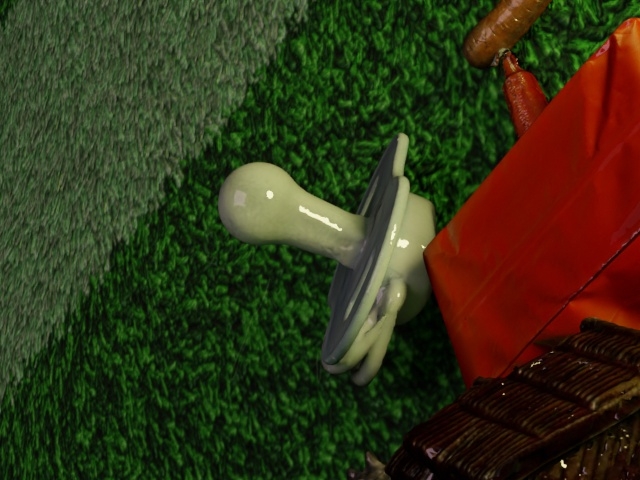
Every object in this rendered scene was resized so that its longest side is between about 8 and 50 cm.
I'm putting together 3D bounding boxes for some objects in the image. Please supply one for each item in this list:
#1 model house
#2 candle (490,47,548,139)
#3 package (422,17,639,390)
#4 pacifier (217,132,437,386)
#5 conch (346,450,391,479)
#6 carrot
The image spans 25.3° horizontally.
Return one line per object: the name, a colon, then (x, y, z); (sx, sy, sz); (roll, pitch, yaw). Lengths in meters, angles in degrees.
model house: (0.215, 0.204, 1.143); (0.317, 0.297, 0.282); (-179, 101, -75)
candle: (0.204, -0.128, 1.419); (0.053, 0.048, 0.162); (116, 146, -48)
package: (0.236, -0.001, 1.270); (0.423, 0.123, 0.196); (-51, 38, 32)
pacifier: (0.000, 0.000, 1.472); (0.244, 0.233, 0.299); (-62, 7, 22)
conch: (0.084, 0.342, 1.357); (0.241, 0.186, 0.313); (-25, 41, 41)
carrot: (0.215, -0.246, 1.448); (0.191, 0.047, 0.047); (-45, 46, 32)
